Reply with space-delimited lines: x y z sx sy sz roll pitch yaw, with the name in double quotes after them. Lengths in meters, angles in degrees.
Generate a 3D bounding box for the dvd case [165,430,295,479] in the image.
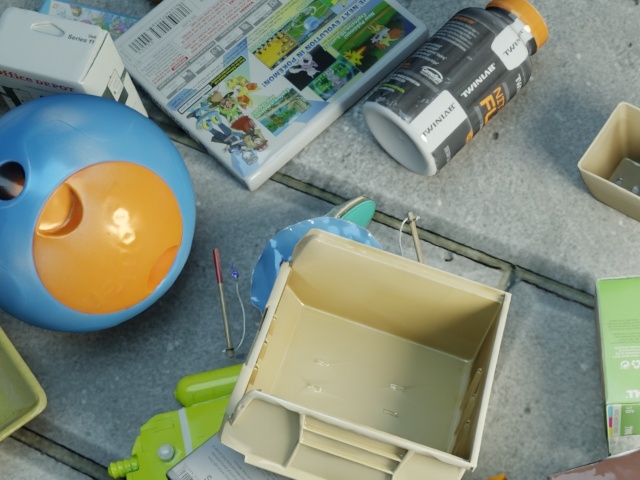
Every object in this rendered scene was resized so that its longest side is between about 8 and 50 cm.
-0.027 0.254 1.643 0.239 0.029 0.179 -37 64 -18 "dvd case"

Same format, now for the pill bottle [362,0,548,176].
0.179 -0.207 1.848 0.130 0.130 0.246 39 75 24 "pill bottle"

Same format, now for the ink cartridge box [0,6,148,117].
-0.328 -0.197 1.882 0.153 0.208 0.087 14 66 16 "ink cartridge box"

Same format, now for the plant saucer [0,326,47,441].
-0.538 0.190 1.792 0.333 0.081 0.332 -35 62 -9 "plant saucer"

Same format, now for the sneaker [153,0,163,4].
-0.160 -0.466 2.049 0.296 0.112 0.131 -39 63 -12 "sneaker"

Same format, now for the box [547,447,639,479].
0.345 0.339 1.521 0.168 0.167 0.203 -15 62 2 "box"

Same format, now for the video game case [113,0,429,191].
-0.073 -0.266 1.966 0.329 0.036 0.300 -42 68 -13 "video game case"

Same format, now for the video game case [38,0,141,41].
-0.333 -0.274 2.032 0.166 0.015 0.119 15 67 17 "video game case"

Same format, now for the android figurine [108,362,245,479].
-0.111 0.267 1.698 0.273 0.056 0.248 -12 62 1 "android figurine"

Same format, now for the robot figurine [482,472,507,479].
0.094 0.364 1.564 0.291 0.085 0.211 -25 22 1 "robot figurine"

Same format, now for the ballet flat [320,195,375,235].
0.000 0.000 1.817 0.052 0.057 0.168 28 69 36 "ballet flat"

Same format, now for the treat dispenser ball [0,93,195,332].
-0.294 -0.033 1.748 0.288 0.288 0.288 -4 63 7 "treat dispenser ball"

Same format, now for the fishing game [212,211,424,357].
0.006 0.061 1.757 0.264 0.041 0.189 -7 79 -6 "fishing game"

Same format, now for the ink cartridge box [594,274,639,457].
0.349 0.157 1.647 0.062 0.109 0.209 -4 63 8 "ink cartridge box"

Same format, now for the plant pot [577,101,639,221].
0.384 -0.084 1.771 0.109 0.096 0.109 30 71 21 "plant pot"

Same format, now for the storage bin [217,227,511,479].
0.051 0.143 1.603 0.260 0.123 0.262 19 44 1 "storage bin"
